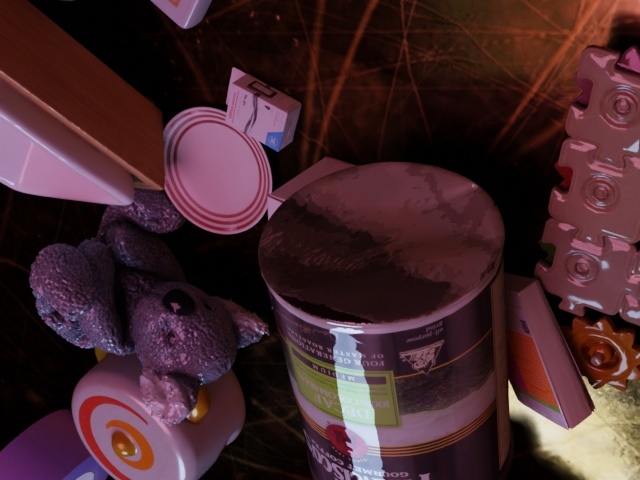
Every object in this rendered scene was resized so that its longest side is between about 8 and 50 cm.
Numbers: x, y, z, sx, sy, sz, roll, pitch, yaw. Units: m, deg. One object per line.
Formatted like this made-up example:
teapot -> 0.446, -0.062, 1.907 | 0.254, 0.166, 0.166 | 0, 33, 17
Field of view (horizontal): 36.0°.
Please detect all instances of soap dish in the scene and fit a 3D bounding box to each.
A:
soap dish -> -0.317, -0.150, 0.993 | 0.229, 0.118, 0.291 | 8, 160, 37

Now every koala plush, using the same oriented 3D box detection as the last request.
koala plush -> -0.181, 0.083, 1.101 | 0.221, 0.196, 0.203 | 35, 145, 11

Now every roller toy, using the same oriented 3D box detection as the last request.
roller toy -> -0.202, 0.215, 1.219 | 0.209, 0.146, 0.191 | 8, 124, 31

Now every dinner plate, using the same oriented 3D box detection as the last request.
dinner plate -> -0.110, -0.074, 1.041 | 0.141, 0.017, 0.141 | 12, 119, 23

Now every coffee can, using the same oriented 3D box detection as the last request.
coffee can -> 0.067, 0.098, 0.879 | 0.201, 0.201, 0.275 | 14, 136, 28

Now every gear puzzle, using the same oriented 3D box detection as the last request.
gear puzzle -> 0.272, 0.003, 0.817 | 0.175, 0.044, 0.339 | 20, 132, 22

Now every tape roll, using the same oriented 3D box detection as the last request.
tape roll -> -0.413, 0.373, 1.386 | 0.090, 0.275, 0.275 | 37, 134, 10

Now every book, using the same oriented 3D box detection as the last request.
book -> 0.190, 0.097, 0.917 | 0.144, 0.035, 0.096 | 64, 161, -17

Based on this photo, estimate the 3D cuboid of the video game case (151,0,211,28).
video game case -> -0.163, -0.399, 0.858 | 0.300, 0.036, 0.329 | 42, 134, 5

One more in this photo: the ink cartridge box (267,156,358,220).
ink cartridge box -> 0.000, 0.000, 0.963 | 0.056, 0.099, 0.135 | 22, 129, 30

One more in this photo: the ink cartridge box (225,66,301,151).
ink cartridge box -> -0.064, -0.130, 0.972 | 0.083, 0.028, 0.048 | 30, 132, 16
